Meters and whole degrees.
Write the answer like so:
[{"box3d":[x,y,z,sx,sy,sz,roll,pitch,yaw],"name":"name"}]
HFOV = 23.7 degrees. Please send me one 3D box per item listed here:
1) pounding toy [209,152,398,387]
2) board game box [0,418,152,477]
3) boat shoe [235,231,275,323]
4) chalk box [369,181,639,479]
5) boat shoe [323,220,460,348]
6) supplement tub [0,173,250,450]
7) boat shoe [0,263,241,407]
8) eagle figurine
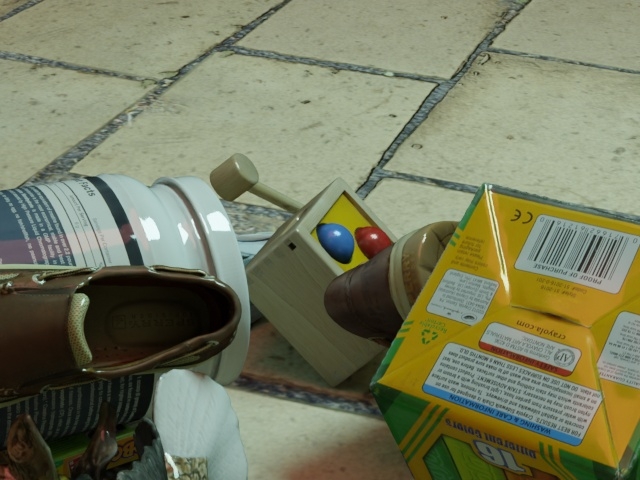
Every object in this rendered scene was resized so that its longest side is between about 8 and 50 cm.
[{"box3d":[-0.001,-0.008,1.346,0.206,0.094,0.181,48,29,-6],"name":"pounding toy"},{"box3d":[-0.240,0.116,1.256,0.124,0.039,0.259,-16,34,-35],"name":"board game box"},{"box3d":[-0.082,0.036,1.412,0.076,0.083,0.226,10,12,42],"name":"boat shoe"},{"box3d":[0.179,0.130,1.053,0.180,0.289,0.179,16,61,30],"name":"chalk box"},{"box3d":[0.128,0.059,1.258,0.123,0.123,0.342,-19,-16,32],"name":"boat shoe"},{"box3d":[-0.209,0.054,1.132,0.272,0.191,0.191,-10,28,-24],"name":"supplement tub"},{"box3d":[-0.173,0.054,0.989,0.257,0.095,0.095,-10,-4,-24],"name":"boat shoe"},{"box3d":[-0.100,0.216,0.898,0.226,0.225,0.298,-1,13,-33],"name":"eagle figurine"}]
